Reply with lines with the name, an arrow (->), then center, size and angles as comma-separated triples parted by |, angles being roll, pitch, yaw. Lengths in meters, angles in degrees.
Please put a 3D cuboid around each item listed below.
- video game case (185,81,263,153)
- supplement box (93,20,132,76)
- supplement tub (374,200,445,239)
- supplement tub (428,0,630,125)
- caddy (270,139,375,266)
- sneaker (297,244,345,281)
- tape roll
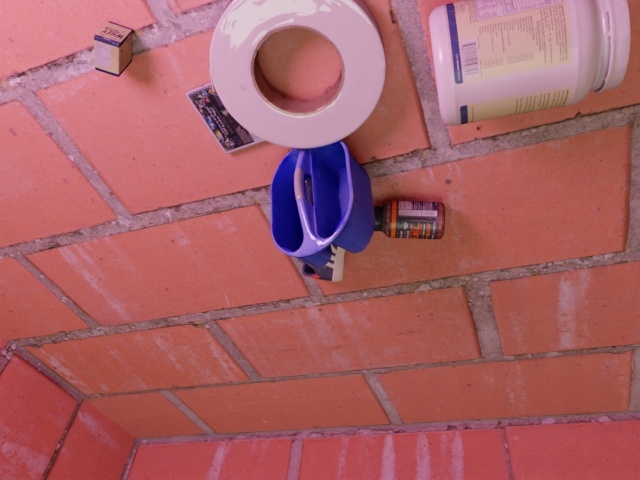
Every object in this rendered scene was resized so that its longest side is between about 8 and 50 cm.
video game case -> -0.215, -0.320, 1.265 | 0.173, 0.022, 0.190 | -14, 131, 21
supplement box -> -0.471, -0.436, 1.146 | 0.056, 0.083, 0.083 | 16, 136, -8
supplement tub -> 0.241, -0.057, 1.394 | 0.197, 0.106, 0.106 | 2, 135, 8
supplement tub -> 0.386, -0.363, 0.974 | 0.324, 0.236, 0.235 | -7, 133, 15
caddy -> -0.007, -0.102, 1.243 | 0.241, 0.342, 0.179 | -23, 144, 28
sneaker -> 0.000, 0.000, 1.469 | 0.148, 0.131, 0.350 | 3, 135, 0
tape roll -> -0.050, -0.386, 1.121 | 0.391, 0.072, 0.392 | 2, 133, 2
